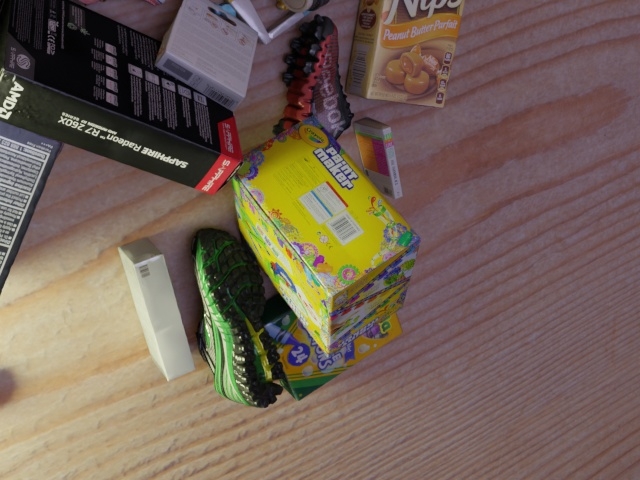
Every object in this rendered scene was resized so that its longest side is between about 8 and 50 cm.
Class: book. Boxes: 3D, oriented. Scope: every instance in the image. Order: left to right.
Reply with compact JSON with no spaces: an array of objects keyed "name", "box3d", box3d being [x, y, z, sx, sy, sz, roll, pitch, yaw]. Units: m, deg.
[{"name":"book","box3d":[0.114,-0.159,1.557,0.035,0.096,0.144,-24,119,-21]}]

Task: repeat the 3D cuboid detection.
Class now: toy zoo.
[{"name":"toy zoo","box3d":[-0.067,-0.474,1.374,0.293,0.030,0.192,-38,122,-13]}]

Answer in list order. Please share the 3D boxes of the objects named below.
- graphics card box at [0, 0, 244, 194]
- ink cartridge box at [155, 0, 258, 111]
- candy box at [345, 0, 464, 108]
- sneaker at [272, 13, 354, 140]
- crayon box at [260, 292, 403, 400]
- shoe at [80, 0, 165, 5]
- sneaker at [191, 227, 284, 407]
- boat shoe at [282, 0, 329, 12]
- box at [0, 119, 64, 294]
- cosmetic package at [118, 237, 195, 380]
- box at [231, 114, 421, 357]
[{"name":"graphics card box","box3d":[-0.305,-0.227,1.206,0.370,0.233,0.094,19,131,-35]},{"name":"ink cartridge box","box3d":[-0.180,-0.310,1.290,0.145,0.179,0.045,28,132,-24]},{"name":"candy box","box3d":[0.167,-0.417,1.496,0.182,0.087,0.317,1,108,-30]},{"name":"sneaker","box3d":[0.000,-0.264,1.452,0.135,0.097,0.276,2,109,-30]},{"name":"crayon box","box3d":[0.037,0.154,1.638,0.322,0.083,0.203,-31,121,-17]},{"name":"shoe","box3d":[-0.332,-0.392,1.236,0.178,0.063,0.081,25,96,-29]},{"name":"sneaker","box3d":[-0.185,0.146,1.477,0.134,0.146,0.344,-21,103,-52]},{"name":"boat shoe","box3d":[-0.034,-0.543,1.294,0.095,0.112,0.335,-33,128,-36]},{"name":"box","box3d":[-0.574,-0.075,1.138,0.296,0.182,0.294,21,95,-33]},{"name":"cosmetic package","box3d":[-0.290,0.122,1.429,0.060,0.099,0.239,-23,118,-24]},{"name":"box","box3d":[0.000,0.000,1.372,0.177,0.290,0.279,-32,158,-16]}]
